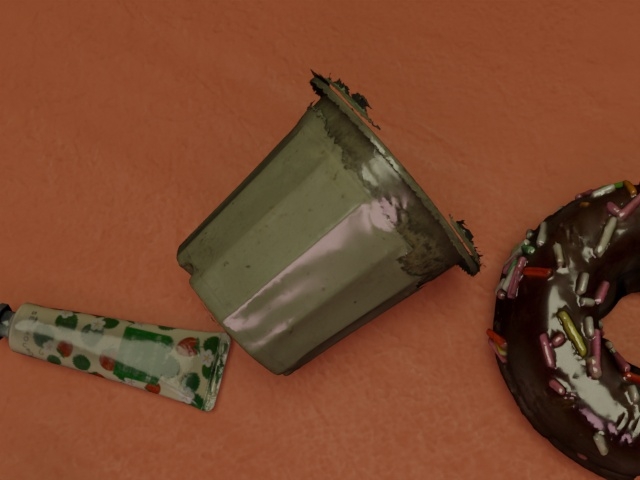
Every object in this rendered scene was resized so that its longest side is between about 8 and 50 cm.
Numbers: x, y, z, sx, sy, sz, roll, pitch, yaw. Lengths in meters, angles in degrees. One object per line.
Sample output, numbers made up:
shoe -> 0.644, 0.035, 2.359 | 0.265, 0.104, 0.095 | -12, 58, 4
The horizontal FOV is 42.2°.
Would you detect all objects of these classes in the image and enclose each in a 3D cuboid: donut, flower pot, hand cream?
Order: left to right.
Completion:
hand cream -> -0.248, 0.125, 0.971 | 0.276, 0.059, 0.095 | 12, 76, 1
flower pot -> 0.000, 0.000, 0.912 | 0.259, 0.290, 0.290 | -41, 75, 4
donut -> 0.337, 0.067, 0.925 | 0.259, 0.136, 0.345 | 40, 77, 10
